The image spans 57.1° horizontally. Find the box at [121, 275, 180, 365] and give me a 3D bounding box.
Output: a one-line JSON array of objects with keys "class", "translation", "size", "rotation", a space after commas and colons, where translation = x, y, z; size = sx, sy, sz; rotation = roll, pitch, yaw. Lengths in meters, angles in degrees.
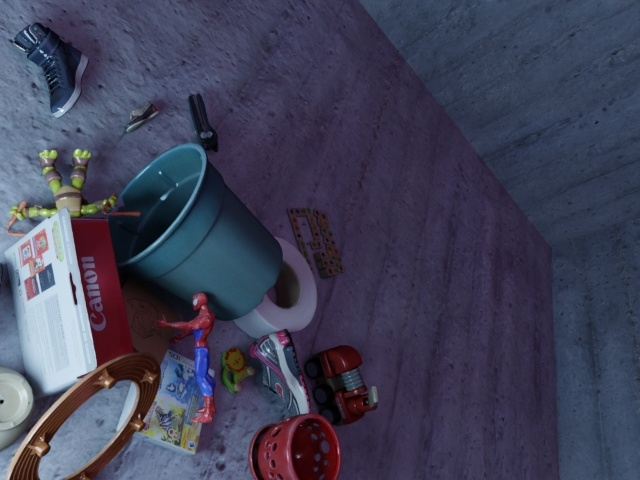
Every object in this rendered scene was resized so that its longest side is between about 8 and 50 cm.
[{"class": "box", "translation": [-0.401, 0.181, 1.325], "size": [0.164, 0.021, 0.201], "rotation": [48, 18, -19]}]

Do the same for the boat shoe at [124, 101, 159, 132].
[{"class": "boat shoe", "translation": [-0.480, -0.328, 1.559], "size": [0.043, 0.049, 0.137], "rotation": [50, 37, -13]}]

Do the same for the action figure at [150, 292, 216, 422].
[{"class": "action figure", "translation": [-0.299, 0.254, 1.306], "size": [0.091, 0.139, 0.280], "rotation": [-139, -129, -85]}]

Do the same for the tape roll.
[{"class": "tape roll", "translation": [-0.141, 0.136, 1.662], "size": [0.286, 0.100, 0.286], "rotation": [28, 50, -39]}]

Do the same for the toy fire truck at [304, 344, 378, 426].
[{"class": "toy fire truck", "translation": [0.088, 0.403, 1.664], "size": [0.158, 0.246, 0.217], "rotation": [-7, 76, -52]}]

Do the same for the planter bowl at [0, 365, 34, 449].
[{"class": "planter bowl", "translation": [-0.580, 0.293, 1.041], "size": [0.162, 0.109, 0.162], "rotation": [26, 52, -39]}]

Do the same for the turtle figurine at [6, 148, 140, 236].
[{"class": "turtle figurine", "translation": [-0.539, -0.095, 1.294], "size": [0.269, 0.087, 0.217], "rotation": [-10, 64, -12]}]

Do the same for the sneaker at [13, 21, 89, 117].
[{"class": "sneaker", "translation": [-0.637, -0.401, 1.367], "size": [0.163, 0.086, 0.226], "rotation": [40, 33, -45]}]

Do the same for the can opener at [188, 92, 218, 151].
[{"class": "can opener", "translation": [-0.350, -0.346, 1.731], "size": [0.059, 0.073, 0.186], "rotation": [-21, 82, -14]}]

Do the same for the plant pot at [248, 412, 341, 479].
[{"class": "plant pot", "translation": [-0.070, 0.537, 1.460], "size": [0.191, 0.174, 0.191], "rotation": [28, 50, -39]}]

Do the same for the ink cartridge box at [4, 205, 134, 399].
[{"class": "ink cartridge box", "translation": [-0.470, 0.121, 1.135], "size": [0.130, 0.272, 0.309], "rotation": [-1, 72, -50]}]

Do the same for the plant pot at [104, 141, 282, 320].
[{"class": "plant pot", "translation": [-0.287, 0.007, 1.401], "size": [0.334, 0.341, 0.341], "rotation": [45, 41, -37]}]

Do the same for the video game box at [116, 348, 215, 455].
[{"class": "video game box", "translation": [-0.344, 0.359, 1.339], "size": [0.187, 0.048, 0.205], "rotation": [33, 47, -31]}]

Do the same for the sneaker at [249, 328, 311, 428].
[{"class": "sneaker", "translation": [-0.098, 0.382, 1.577], "size": [0.121, 0.112, 0.299], "rotation": [-115, -172, -78]}]

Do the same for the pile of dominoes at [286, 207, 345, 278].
[{"class": "pile of dominoes", "translation": [0.000, 0.000, 1.956], "size": [0.196, 0.040, 0.251], "rotation": [-8, 77, -51]}]

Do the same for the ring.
[{"class": "ring", "translation": [-0.409, 0.350, 1.066], "size": [0.032, 0.336, 0.336], "rotation": [32, 33, 19]}]

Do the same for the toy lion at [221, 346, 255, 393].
[{"class": "toy lion", "translation": [-0.222, 0.329, 1.517], "size": [0.096, 0.034, 0.100], "rotation": [50, 40, -8]}]

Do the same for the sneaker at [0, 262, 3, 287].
[{"class": "sneaker", "translation": [-0.664, 0.120, 1.064], "size": [0.132, 0.086, 0.229], "rotation": [12, 43, -23]}]
